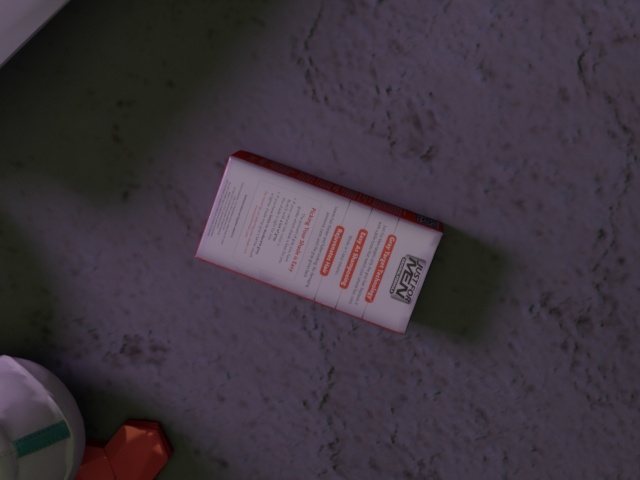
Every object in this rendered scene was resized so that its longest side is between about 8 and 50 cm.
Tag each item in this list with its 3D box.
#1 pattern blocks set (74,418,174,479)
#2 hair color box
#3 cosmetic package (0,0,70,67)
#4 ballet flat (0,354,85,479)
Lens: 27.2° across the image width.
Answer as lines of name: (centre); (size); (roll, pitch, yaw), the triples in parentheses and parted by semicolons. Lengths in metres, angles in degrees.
pattern blocks set: (-0.255, 0.249, 0.907); (0.285, 0.026, 0.325); (14, 101, 3)
hair color box: (0.000, 0.000, 0.835); (0.141, 0.043, 0.072); (21, 100, 2)
cosmetic package: (-0.278, -0.263, 0.710); (0.284, 0.097, 0.377); (-43, 115, 4)
ballet flat: (-0.346, 0.166, 0.828); (0.400, 0.139, 0.139); (-17, 98, 11)
